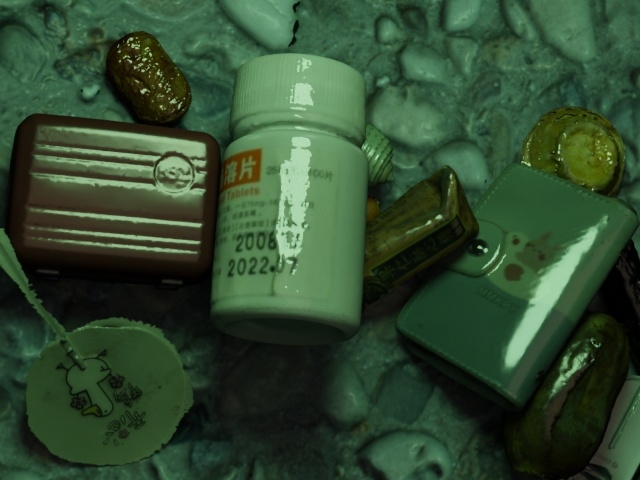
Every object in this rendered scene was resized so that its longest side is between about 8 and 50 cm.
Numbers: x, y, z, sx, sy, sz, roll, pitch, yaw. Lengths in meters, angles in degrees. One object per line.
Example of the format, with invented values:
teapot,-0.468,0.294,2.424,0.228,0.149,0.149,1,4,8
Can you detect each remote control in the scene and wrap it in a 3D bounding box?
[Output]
remote control,0.450,0.325,1.892,0.104,0.052,0.247,30,83,1

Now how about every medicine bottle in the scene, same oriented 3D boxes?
medicine bottle,-0.039,-0.053,1.681,0.211,0.211,0.372,7,73,-13

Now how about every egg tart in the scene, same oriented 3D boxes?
egg tart,0.414,-0.130,1.946,0.191,0.074,0.191,2,80,-13

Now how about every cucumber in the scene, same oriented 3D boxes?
cucumber,0.519,0.147,1.932,0.081,0.072,0.303,-21,88,-28

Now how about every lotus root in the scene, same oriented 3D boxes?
lotus root,0.365,0.234,1.838,0.160,0.152,0.275,42,68,-46

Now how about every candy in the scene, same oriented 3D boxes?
candy,0.112,0.012,1.812,0.271,0.101,0.143,-36,131,-1

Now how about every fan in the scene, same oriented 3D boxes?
fan,-0.340,0.154,1.667,0.233,0.012,0.415,-35,116,-4

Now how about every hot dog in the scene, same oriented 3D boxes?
hot dog,-0.254,-0.240,1.802,0.099,0.065,0.147,-42,105,-15

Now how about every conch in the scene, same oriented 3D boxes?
conch,0.038,-0.117,1.835,0.153,0.102,0.135,18,65,34

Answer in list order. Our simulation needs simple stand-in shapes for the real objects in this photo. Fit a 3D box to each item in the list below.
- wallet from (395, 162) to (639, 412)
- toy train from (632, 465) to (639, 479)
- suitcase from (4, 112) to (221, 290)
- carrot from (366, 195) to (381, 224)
wallet,0.290,0.053,1.835,0.252,0.083,0.360,28,76,29
toy train,0.542,0.378,1.912,0.104,0.071,0.178,41,74,-16
suitcase,-0.291,-0.055,1.717,0.297,0.161,0.236,5,82,-11
carrot,0.000,0.000,1.831,0.225,0.067,0.067,-31,91,-15
